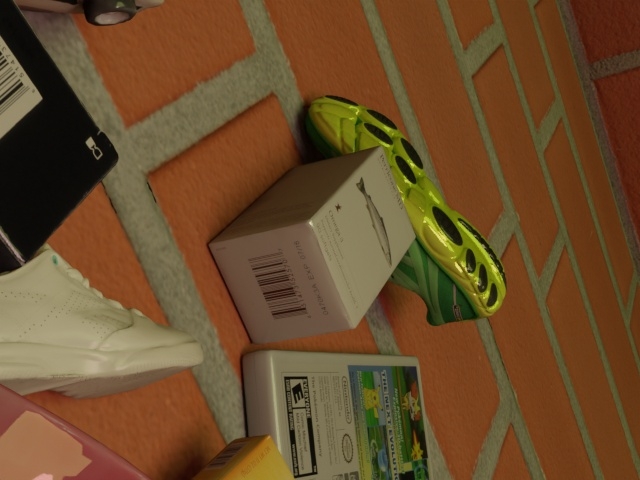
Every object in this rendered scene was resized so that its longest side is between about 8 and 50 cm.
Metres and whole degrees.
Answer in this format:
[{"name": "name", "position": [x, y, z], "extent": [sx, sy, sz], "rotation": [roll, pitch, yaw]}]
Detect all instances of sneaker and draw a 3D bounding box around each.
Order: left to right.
[{"name": "sneaker", "position": [-0.155, 0.048, 0.543], "extent": [0.212, 0.080, 0.094], "rotation": [13, 56, -57]}, {"name": "sneaker", "position": [0.071, -0.021, 0.922], "extent": [0.295, 0.123, 0.109], "rotation": [52, 33, -7]}]

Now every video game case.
[{"name": "video game case", "position": [0.037, 0.271, 0.823], "extent": [0.300, 0.036, 0.329], "rotation": [14, 66, -58]}]

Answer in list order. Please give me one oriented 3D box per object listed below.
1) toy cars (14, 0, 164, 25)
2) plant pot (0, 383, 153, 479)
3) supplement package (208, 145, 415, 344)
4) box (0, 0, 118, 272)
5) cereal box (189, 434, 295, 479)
[{"name": "toy cars", "position": [-0.166, -0.262, 0.629], "extent": [0.176, 0.087, 0.393], "rotation": [53, 41, -29]}, {"name": "plant pot", "position": [-0.184, 0.151, 0.349], "extent": [0.201, 0.201, 0.180], "rotation": [50, 55, -39]}, {"name": "supplement package", "position": [0.000, 0.000, 0.789], "extent": [0.105, 0.105, 0.179], "rotation": [67, 31, -17]}, {"name": "box", "position": [-0.208, -0.057, 0.395], "extent": [0.156, 0.158, 0.093], "rotation": [60, 33, -27]}, {"name": "cereal box", "position": [-0.042, 0.283, 0.604], "extent": [0.173, 0.047, 0.240], "rotation": [-39, 104, -46]}]
